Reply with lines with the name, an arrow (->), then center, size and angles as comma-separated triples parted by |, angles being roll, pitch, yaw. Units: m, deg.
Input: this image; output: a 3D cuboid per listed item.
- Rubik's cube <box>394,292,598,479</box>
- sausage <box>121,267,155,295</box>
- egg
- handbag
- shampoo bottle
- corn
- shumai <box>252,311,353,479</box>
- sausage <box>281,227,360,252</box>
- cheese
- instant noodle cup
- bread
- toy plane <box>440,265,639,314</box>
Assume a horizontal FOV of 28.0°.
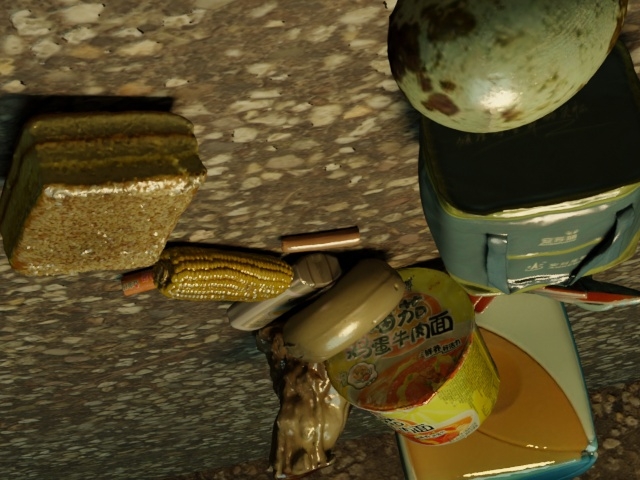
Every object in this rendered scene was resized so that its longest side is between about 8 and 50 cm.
Rubik's cube -> 0.304, 0.294, 2.386 | 0.352, 0.347, 0.351 | -12, 162, 4
sausage -> -0.236, 0.053, 1.853 | 0.107, 0.031, 0.031 | -15, 162, 14
egg -> 0.167, -0.188, 1.125 | 0.231, 0.169, 0.169 | -24, 165, -14
handbag -> 0.240, -0.075, 1.431 | 0.263, 0.222, 0.241 | -10, 158, 6
shampoo bottle -> -0.059, 0.081, 1.998 | 0.086, 0.056, 0.227 | -11, 166, -37
corn -> -0.134, 0.051, 1.827 | 0.231, 0.080, 0.080 | 6, 156, -40
shumai -> 0.005, 0.271, 2.256 | 0.217, 0.283, 0.346 | -3, 158, -16
sausage -> 0.000, 0.000, 1.836 | 0.116, 0.026, 0.026 | -7, 162, -9
cheese -> 0.032, 0.109, 1.968 | 0.202, 0.091, 0.175 | -38, -179, -20
instant noodle cup -> 0.162, 0.201, 2.088 | 0.264, 0.264, 0.200 | -17, 142, 20
bread -> -0.243, -0.053, 1.376 | 0.184, 0.110, 0.234 | -5, 157, -25
toy plane -> 0.370, 0.065, 2.080 | 0.326, 0.104, 0.223 | -2, 168, 27
